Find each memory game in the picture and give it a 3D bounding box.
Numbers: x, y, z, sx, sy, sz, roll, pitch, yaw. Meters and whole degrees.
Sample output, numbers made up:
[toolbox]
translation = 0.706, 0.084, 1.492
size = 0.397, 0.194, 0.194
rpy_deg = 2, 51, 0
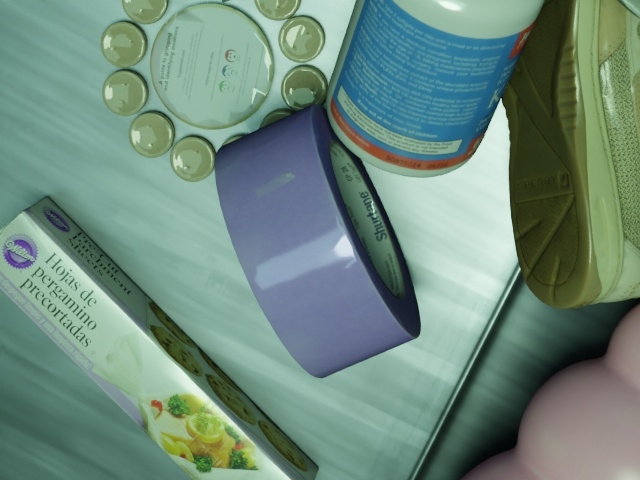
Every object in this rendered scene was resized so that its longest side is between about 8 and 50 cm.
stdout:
[memory game]
translation = -0.084, -0.135, 1.175
size = 0.186, 0.012, 0.186
rpy_deg = 2, 103, 7

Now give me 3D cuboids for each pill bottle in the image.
[pill bottle]
translation = 0.086, -0.158, 1.042
size = 0.124, 0.124, 0.221
rpy_deg = 22, 139, 2

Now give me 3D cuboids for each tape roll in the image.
[tape roll]
translation = 0.000, 0.000, 1.103
size = 0.080, 0.189, 0.189
rpy_deg = -23, 99, 11

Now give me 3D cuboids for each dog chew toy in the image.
[dog chew toy]
translation = 0.222, 0.183, 1.117
size = 0.206, 0.206, 0.332
rpy_deg = 32, 97, 0

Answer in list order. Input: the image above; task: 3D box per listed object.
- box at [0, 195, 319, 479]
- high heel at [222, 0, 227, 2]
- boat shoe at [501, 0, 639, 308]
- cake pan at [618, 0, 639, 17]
[box]
translation = -0.136, 0.104, 1.208
size = 0.063, 0.067, 0.324
rpy_deg = -44, 93, 13
[high heel]
translation = 0.007, -0.303, 1.086
size = 0.261, 0.093, 0.186
rpy_deg = -19, 98, 14
[boat shoe]
translation = 0.199, -0.125, 1.099
size = 0.110, 0.121, 0.341
rpy_deg = -5, 95, -27
[cake pan]
translation = 0.285, -0.260, 1.021
size = 0.293, 0.054, 0.293
rpy_deg = 1, 87, -15
